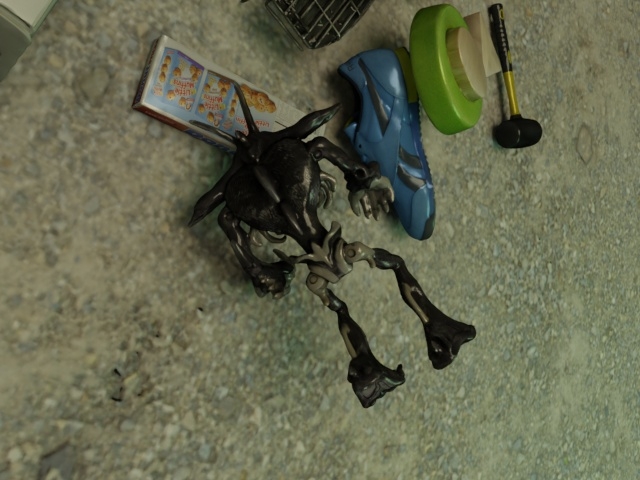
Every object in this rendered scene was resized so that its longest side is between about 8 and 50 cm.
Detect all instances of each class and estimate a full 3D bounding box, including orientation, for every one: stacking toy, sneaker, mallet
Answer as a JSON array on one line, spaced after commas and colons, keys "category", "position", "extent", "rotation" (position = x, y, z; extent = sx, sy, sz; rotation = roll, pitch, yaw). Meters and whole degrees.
[{"category": "stacking toy", "position": [0.171, -0.274, 0.605], "extent": [0.309, 0.131, 0.279], "rotation": [-50, 124, -49]}, {"category": "sneaker", "position": [0.068, -0.093, 0.632], "extent": [0.082, 0.069, 0.209], "rotation": [-16, 110, -5]}, {"category": "mallet", "position": [0.238, -0.210, 0.776], "extent": [0.062, 0.039, 0.189], "rotation": [-23, 99, -39]}]

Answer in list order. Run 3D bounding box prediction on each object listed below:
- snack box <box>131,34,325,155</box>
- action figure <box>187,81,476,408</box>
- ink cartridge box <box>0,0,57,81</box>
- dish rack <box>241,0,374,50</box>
[{"category": "snack box", "position": [-0.074, -0.111, 0.540], "extent": [0.178, 0.022, 0.064], "rotation": [22, 78, -35]}, {"category": "action figure", "position": [0.000, 0.000, 0.515], "extent": [0.164, 0.141, 0.275], "rotation": [-36, 85, 4]}, {"category": "ink cartridge box", "position": [-0.185, -0.205, 0.388], "extent": [0.072, 0.128, 0.175], "rotation": [35, 69, -31]}, {"category": "dish rack", "position": [-0.045, -0.314, 0.536], "extent": [0.271, 0.074, 0.208], "rotation": [47, 65, -29]}]
